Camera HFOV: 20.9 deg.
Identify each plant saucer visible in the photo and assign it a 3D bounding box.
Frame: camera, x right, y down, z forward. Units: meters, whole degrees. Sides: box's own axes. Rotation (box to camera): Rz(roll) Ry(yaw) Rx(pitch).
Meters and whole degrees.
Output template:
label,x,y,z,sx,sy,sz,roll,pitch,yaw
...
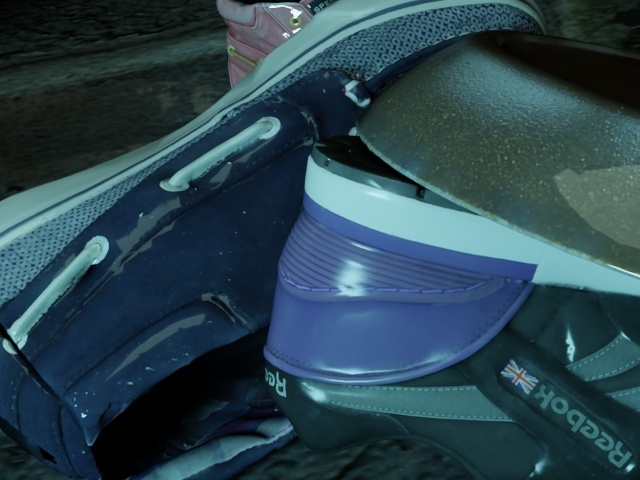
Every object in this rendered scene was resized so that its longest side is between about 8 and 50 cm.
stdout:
label,x,y,z,sx,sy,sz,roll,pitch,yaw
plant saucer,0.169,-0.025,0.661,0.310,0.050,0.310,14,14,-4

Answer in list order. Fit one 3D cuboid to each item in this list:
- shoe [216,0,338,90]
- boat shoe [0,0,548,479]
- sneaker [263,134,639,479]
label,x,y,z,sx,sy,sz,roll,pitch,yaw
shoe,0.015,-0.100,0.968,0.178,0.081,0.063,13,38,38
boat shoe,0.000,0.000,0.778,0.340,0.127,0.158,-32,40,-17
sneaker,0.119,0.055,0.656,0.283,0.124,0.107,16,13,3
